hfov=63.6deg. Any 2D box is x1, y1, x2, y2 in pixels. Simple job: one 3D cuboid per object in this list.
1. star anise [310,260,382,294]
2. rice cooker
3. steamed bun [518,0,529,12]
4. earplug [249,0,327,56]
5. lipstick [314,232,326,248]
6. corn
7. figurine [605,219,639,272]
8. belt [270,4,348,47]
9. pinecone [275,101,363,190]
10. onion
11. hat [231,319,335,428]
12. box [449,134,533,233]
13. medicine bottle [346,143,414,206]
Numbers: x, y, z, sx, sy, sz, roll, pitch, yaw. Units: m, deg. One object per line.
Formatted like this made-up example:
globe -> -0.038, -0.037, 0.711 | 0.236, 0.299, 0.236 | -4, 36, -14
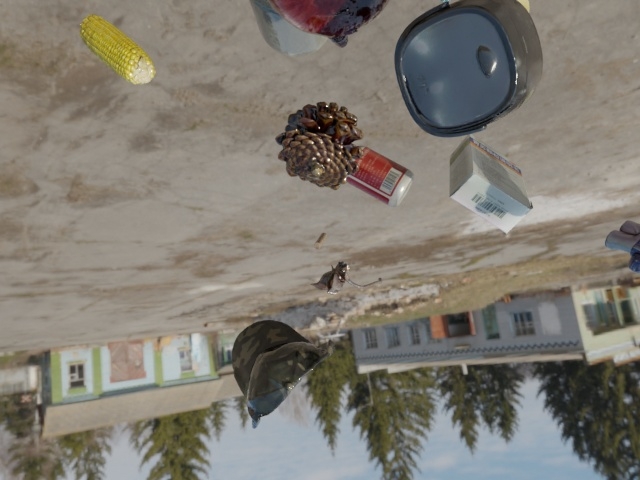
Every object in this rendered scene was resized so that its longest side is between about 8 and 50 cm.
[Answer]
star anise -> 0.105, 0.153, 1.726 | 0.227, 0.218, 0.148 | 38, 132, -22
rice cooker -> 0.285, -0.338, 0.995 | 0.267, 0.267, 0.224 | -17, -164, 38
steamed bun -> 0.380, -0.510, 1.211 | 0.172, 0.140, 0.155 | -20, -153, -33
earplug -> -0.093, -0.864, 1.910 | 0.313, 0.312, 0.394 | -8, 169, 2
lipstick -> 0.000, 0.000, 1.431 | 0.019, 0.019, 0.094 | -11, -164, 15
corn -> -0.455, -0.424, 1.145 | 0.081, 0.248, 0.081 | -35, 150, -25
figurine -> 0.766, 0.034, 1.111 | 0.194, 0.274, 0.133 | -16, 127, 8
belt -> -0.025, -0.564, 1.283 | 0.232, 0.071, 0.053 | 34, 172, 6
pinecone -> 0.009, -0.283, 1.506 | 0.264, 0.264, 0.264 | -8, 169, -1
onion -> 0.039, -0.604, 1.075 | 0.348, 0.347, 0.285 | -3, -151, -23
hat -> -0.176, 0.382, 1.672 | 0.366, 0.382, 0.257 | -46, 147, -14
box -> 0.490, -0.176, 1.520 | 0.200, 0.299, 0.106 | 31, 123, -7
medicine bottle -> 0.164, -0.216, 1.646 | 0.250, 0.131, 0.131 | 31, 175, 11
